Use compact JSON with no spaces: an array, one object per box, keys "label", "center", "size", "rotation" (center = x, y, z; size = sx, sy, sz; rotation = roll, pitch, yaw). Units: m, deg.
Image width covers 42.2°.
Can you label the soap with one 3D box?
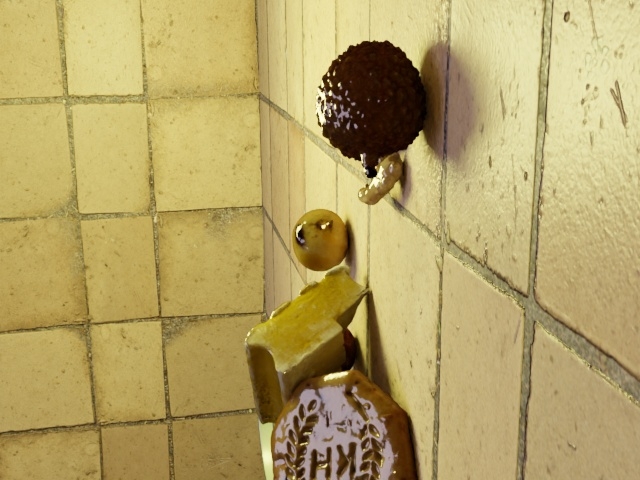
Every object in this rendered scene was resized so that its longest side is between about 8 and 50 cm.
[{"label":"soap","center":[-0.013,0.264,1.881],"size":[0.169,0.304,0.338],"rotation":[37,149,30]}]

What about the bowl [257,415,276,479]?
[{"label":"bowl","center":[-0.073,0.557,2.428],"size":[0.354,0.185,0.353],"rotation":[176,90,-79]}]

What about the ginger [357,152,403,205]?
[{"label":"ginger","center":[0.113,-0.193,1.542],"size":[0.149,0.065,0.258],"rotation":[-169,82,-66]}]

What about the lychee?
[{"label":"lychee","center":[0.080,-0.215,1.352],"size":[0.200,0.200,0.238],"rotation":[122,154,-73]}]

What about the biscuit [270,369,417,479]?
[{"label":"biscuit","center":[0.036,0.431,1.632],"size":[0.359,0.046,0.359],"rotation":[-6,80,38]}]

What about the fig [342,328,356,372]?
[{"label":"fig","center":[0.022,0.286,1.931],"size":[0.134,0.146,0.201],"rotation":[-42,26,20]}]

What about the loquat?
[{"label":"loquat","center":[0.000,0.000,1.995],"size":[0.163,0.137,0.163],"rotation":[53,156,38]}]
